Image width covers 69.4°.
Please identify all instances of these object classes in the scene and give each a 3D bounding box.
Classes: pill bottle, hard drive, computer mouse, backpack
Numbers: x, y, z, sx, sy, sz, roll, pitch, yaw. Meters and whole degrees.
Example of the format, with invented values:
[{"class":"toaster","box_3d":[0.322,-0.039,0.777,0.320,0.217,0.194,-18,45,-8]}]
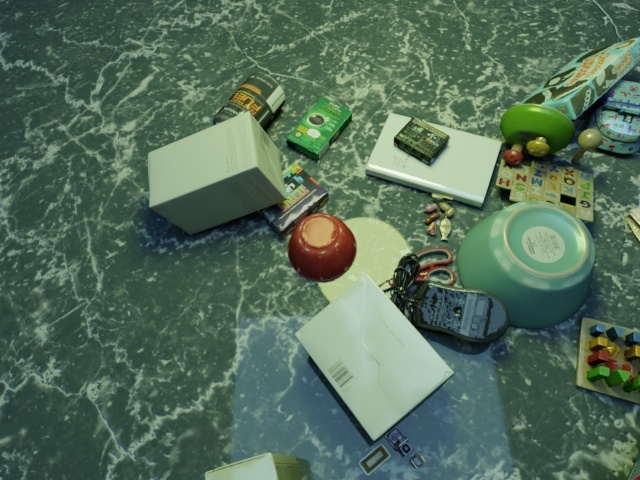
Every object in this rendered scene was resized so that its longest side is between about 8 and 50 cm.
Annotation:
[{"class":"pill bottle","box_3d":[-0.218,-0.356,1.330,0.131,0.130,0.245,27,69,17]},{"class":"hard drive","box_3d":[0.310,-0.227,1.274,0.319,0.040,0.210,19,67,14]},{"class":"computer mouse","box_3d":[0.293,0.151,1.070,0.273,0.072,0.188,17,82,20]},{"class":"backpack","box_3d":[0.811,-0.326,1.242,0.158,0.116,0.173,21,69,15]}]

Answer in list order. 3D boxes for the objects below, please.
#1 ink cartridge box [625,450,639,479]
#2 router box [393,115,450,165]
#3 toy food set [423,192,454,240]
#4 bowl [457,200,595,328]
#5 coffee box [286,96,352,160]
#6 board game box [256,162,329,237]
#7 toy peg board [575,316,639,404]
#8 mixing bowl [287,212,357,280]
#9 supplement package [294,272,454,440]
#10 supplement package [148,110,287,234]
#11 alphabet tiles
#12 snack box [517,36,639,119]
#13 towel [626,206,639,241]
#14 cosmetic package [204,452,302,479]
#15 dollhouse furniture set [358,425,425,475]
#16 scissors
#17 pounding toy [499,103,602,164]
[{"class":"ink cartridge box","box_3d":[0.742,0.420,0.812,0.396,0.151,0.270,-33,61,-31]},{"class":"router box","box_3d":[0.273,-0.271,1.253,0.123,0.038,0.092,36,72,20]},{"class":"toy food set","box_3d":[0.306,-0.060,1.205,0.078,0.019,0.122,14,73,11]},{"class":"bowl","box_3d":[0.491,0.031,1.065,0.312,0.163,0.311,-2,63,3]},{"class":"coffee box","box_3d":[-0.001,-0.326,1.348,0.113,0.040,0.184,30,70,17]},{"class":"board game box","box_3d":[-0.086,-0.111,1.244,0.170,0.048,0.141,-41,66,-15]},{"class":"toy peg board","box_3d":[0.651,0.252,0.988,0.162,0.079,0.160,14,66,11]},{"class":"mixing bowl","box_3d":[0.000,0.000,1.155,0.182,0.098,0.181,-2,63,5]},{"class":"supplement package","box_3d":[0.115,0.243,0.978,0.204,0.145,0.261,-40,66,0]},{"class":"supplement package","box_3d":[-0.262,-0.163,1.175,0.293,0.177,0.175,-18,62,12]},{"class":"alphabet tiles","box_3d":[0.581,-0.145,1.197,0.238,0.009,0.198,18,49,13]},{"class":"snack box","box_3d":[0.707,-0.432,1.270,0.322,0.187,0.060,-39,110,-14]},{"class":"towel","box_3d":[0.960,0.024,1.092,0.332,0.053,0.316,-14,64,-2]},{"class":"cosmetic package","box_3d":[-0.094,0.472,0.811,0.113,0.309,0.160,-16,63,-4]},{"class":"dollhouse furniture set","box_3d":[0.143,0.443,0.932,0.114,0.081,0.091,-35,66,-12]},{"class":"scissors","box_3d":[0.189,0.090,1.141,0.298,0.021,0.108,-12,66,0]},{"class":"pounding toy","box_3d":[0.567,-0.242,1.192,0.237,0.183,0.110,24,78,12]}]
